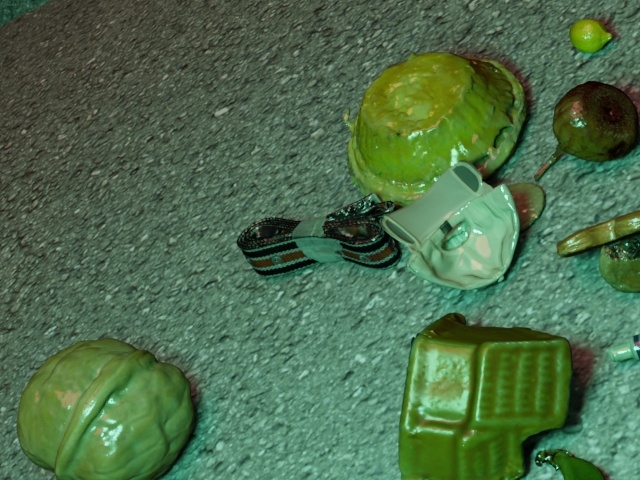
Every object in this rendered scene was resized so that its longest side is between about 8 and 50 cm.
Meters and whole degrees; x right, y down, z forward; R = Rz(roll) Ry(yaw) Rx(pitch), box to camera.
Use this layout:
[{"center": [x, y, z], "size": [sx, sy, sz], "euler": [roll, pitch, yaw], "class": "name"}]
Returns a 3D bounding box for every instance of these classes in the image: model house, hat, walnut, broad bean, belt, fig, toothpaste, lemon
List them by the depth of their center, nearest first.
[{"center": [0.315, 0.400, 1.553], "size": [0.144, 0.049, 0.292], "euler": [-12, 42, 41], "class": "broad bean"}, {"center": [0.517, 0.135, 1.662], "size": [0.216, 0.037, 0.062], "euler": [-17, 41, 20], "class": "toothpaste"}, {"center": [0.249, 0.235, 1.708], "size": [0.239, 0.173, 0.268], "euler": [3, 81, 28], "class": "model house"}, {"center": [0.447, -0.174, 2.002], "size": [0.201, 0.146, 0.133], "euler": [-58, 7, 53], "class": "fig"}, {"center": [0.223, -0.012, 2.005], "size": [0.219, 0.164, 0.226], "euler": [-37, 16, -5], "class": "hat"}, {"center": [-0.383, 0.315, 2.061], "size": [0.296, 0.285, 0.285], "euler": [27, 67, 13], "class": "walnut"}, {"center": [0.504, -0.383, 2.184], "size": [0.092, 0.065, 0.065], "euler": [20, 66, 43], "class": "lemon"}, {"center": [0.000, 0.000, 2.194], "size": [0.360, 0.094, 0.126], "euler": [-10, 46, 34], "class": "belt"}]

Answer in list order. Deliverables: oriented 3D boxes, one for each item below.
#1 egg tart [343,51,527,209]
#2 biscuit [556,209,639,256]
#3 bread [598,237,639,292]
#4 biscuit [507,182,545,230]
[{"center": [0.201, -0.230, 2.212], "size": [0.388, 0.169, 0.388], "euler": [-19, 44, 19], "class": "egg tart"}, {"center": [0.445, -0.016, 1.777], "size": [0.192, 0.186, 0.036], "euler": [-20, 84, 22], "class": "biscuit"}, {"center": [0.476, 0.036, 1.761], "size": [0.113, 0.082, 0.060], "euler": [-8, 30, 7], "class": "bread"}, {"center": [0.335, -0.055, 2.029], "size": [0.120, 0.015, 0.120], "euler": [-23, 40, 20], "class": "biscuit"}]
